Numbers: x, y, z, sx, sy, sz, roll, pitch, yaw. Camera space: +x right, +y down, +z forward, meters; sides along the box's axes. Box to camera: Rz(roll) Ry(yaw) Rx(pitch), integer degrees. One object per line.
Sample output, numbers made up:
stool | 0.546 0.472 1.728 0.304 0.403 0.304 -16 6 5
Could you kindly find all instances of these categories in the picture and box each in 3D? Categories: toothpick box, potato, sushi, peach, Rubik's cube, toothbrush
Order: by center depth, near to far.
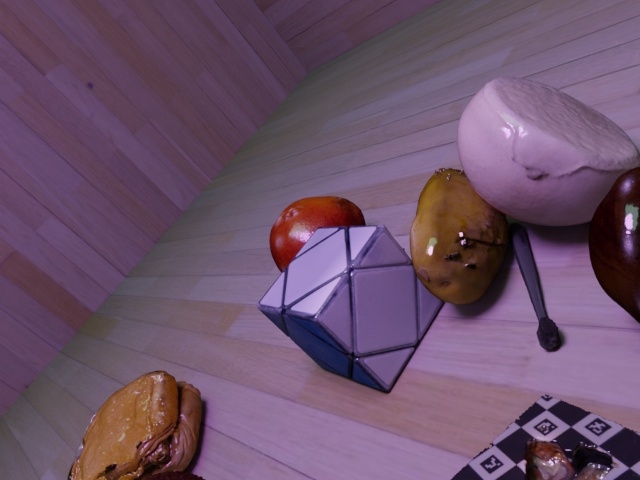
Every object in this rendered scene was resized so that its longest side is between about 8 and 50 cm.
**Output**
sushi | 0.270 0.267 0.565 0.192 0.040 0.210 -32 21 -20
toothpick box | 0.454 -0.004 0.577 0.294 0.192 0.192 -11 38 41
toothbrush | 0.331 0.056 0.847 0.030 0.031 0.297 -6 33 12
potato | 0.241 -0.019 0.939 0.140 0.172 0.300 -56 8 40
Rubik's cube | 0.053 0.112 0.956 0.207 0.205 0.205 -51 26 -21
peach | 0.000 0.000 1.233 0.243 0.200 0.243 -22 25 11

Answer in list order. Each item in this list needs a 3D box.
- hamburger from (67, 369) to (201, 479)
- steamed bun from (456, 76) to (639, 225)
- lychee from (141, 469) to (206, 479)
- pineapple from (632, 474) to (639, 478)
hamburger | -0.395 0.433 1.149 0.318 0.158 0.319 -33 26 18
steamed bun | 0.349 -0.129 0.869 0.283 0.282 0.177 -75 6 -51
lychee | -0.240 0.466 0.848 0.194 0.194 0.194 -34 25 18
pineapple | 0.365 0.233 0.408 0.103 0.083 0.221 -16 30 -21
